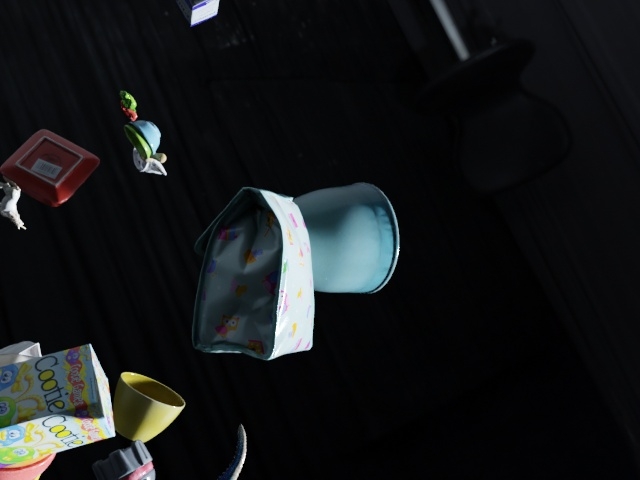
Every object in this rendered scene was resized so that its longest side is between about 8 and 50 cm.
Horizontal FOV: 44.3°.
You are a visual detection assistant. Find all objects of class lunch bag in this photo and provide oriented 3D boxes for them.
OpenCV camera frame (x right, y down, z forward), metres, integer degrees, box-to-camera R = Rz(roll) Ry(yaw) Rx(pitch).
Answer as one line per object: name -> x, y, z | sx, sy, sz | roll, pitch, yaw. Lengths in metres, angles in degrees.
lunch bag -> -0.096, 0.048, 1.258 | 0.160, 0.262, 0.223 | 3, 178, 15

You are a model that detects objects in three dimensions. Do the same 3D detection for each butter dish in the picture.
butter dish -> -0.588, -0.137, 1.717 | 0.160, 0.160, 0.118 | -60, 176, -39

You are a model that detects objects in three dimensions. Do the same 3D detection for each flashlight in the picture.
flashlight -> -0.293, 0.507, 1.387 | 0.103, 0.304, 0.103 | -21, 168, -48

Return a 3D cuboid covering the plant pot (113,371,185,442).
plant pot -> -0.338, 0.324, 1.489 | 0.095, 0.134, 0.134 | -63, 166, -1

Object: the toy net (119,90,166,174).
toy net -> -0.330, -0.176, 1.422 | 0.045, 0.122, 0.232 | -40, 174, -18

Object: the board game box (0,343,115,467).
board game box -> -0.564, 0.331, 1.544 | 0.275, 0.142, 0.144 | -15, 140, -9

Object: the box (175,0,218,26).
box -> -0.295, -0.574, 1.794 | 0.072, 0.126, 0.137 | -31, -178, -11

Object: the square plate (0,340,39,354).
square plate -> -0.976, 0.394, 2.268 | 0.347, 0.049, 0.344 | -29, 173, -23

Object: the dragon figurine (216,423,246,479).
dragon figurine -> -0.191, 0.434, 1.224 | 0.144, 0.289, 0.085 | 6, -179, 0

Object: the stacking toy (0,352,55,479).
stacking toy -> -0.828, 0.573, 2.060 | 0.350, 0.350, 0.480 | -11, 126, -48

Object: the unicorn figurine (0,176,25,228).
unicorn figurine -> -0.872, -0.102, 2.191 | 0.060, 0.111, 0.162 | -68, -176, -57

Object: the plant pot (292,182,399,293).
plant pot -> 0.000, 0.000, 1.854 | 0.255, 0.272, 0.271 | -3, 158, -34
